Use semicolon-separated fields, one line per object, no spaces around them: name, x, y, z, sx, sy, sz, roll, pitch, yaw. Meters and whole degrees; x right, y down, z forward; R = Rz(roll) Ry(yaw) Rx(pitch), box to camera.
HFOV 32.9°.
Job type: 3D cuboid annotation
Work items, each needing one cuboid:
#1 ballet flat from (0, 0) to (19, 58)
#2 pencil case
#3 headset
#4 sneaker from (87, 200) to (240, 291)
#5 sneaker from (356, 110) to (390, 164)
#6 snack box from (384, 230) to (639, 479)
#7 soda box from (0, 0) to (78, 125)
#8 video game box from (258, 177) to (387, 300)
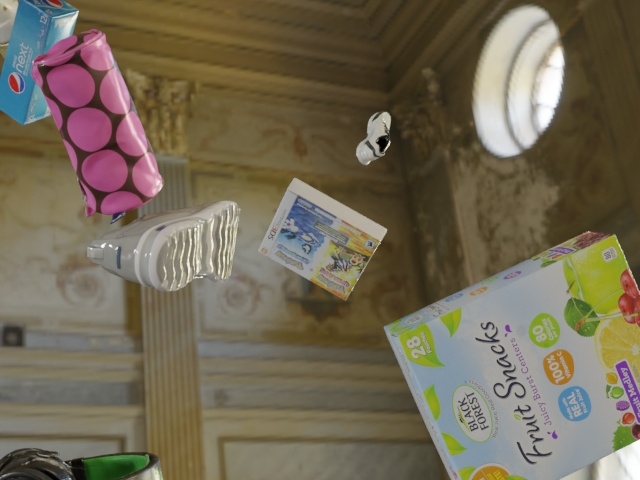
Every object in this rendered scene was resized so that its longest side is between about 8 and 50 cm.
ballet flat;-0.565;-0.448;1.865;0.123;0.348;0.123;-12;8;2
pencil case;-0.256;-0.130;1.231;0.098;0.095;0.209;-15;-66;5
headset;-0.435;0.359;1.601;0.394;0.185;0.243;-11;2;-15
sneaker;-0.180;-0.004;1.320;0.115;0.105;0.281;10;5;16
sneaker;0.092;-0.158;1.651;0.044;0.109;0.040;-16;-51;38
snack box;0.185;0.112;0.931;0.207;0.174;0.070;-25;5;-4
soda box;-0.467;-0.298;1.772;0.067;0.071;0.210;-36;-24;-55
video game box;0.000;0.000;2.092;0.205;0.048;0.187;29;-45;2
